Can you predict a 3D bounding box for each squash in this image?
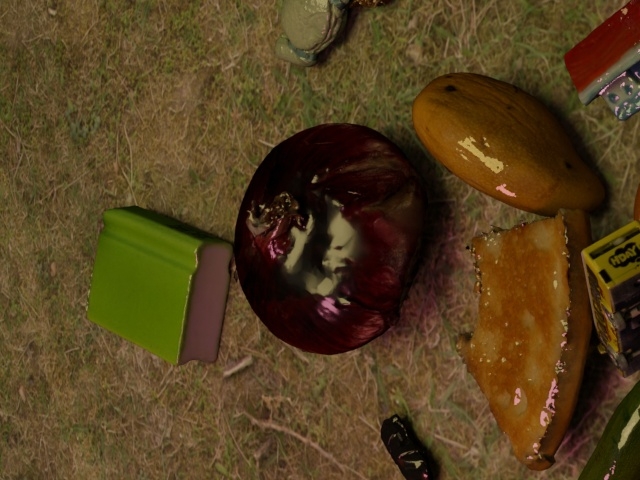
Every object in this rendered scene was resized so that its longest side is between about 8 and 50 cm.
[{"bbox_3d":[0.330,0.258,1.618,0.069,0.069,0.258,44,122,41],"label":"squash"}]

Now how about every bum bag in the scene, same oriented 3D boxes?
[{"bbox_3d":[0.113,0.282,1.905,0.124,0.034,0.058,52,141,38],"label":"bum bag"}]

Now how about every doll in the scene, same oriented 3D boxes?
[{"bbox_3d":[-0.007,-0.322,2.028,0.214,0.071,0.103,-53,50,40],"label":"doll"}]

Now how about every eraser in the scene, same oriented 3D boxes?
[{"bbox_3d":[-0.261,0.067,2.320,0.274,0.092,0.210,23,107,47],"label":"eraser"}]

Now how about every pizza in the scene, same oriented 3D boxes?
[{"bbox_3d":[0.249,0.095,1.688,0.223,0.089,0.323,-141,52,-58],"label":"pizza"}]

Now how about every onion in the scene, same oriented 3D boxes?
[{"bbox_3d":[0.000,0.000,1.890,0.314,0.232,0.314,-2,88,49],"label":"onion"}]

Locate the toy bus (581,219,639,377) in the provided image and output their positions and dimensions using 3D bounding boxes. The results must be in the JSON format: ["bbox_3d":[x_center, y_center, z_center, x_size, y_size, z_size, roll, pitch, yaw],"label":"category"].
[{"bbox_3d":[0.324,0.069,1.513,0.081,0.226,0.074,-31,59,0],"label":"toy bus"}]

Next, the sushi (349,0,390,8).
[{"bbox_3d":[0.079,-0.350,1.934,0.061,0.060,0.118,53,129,30],"label":"sushi"}]

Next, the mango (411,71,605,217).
[{"bbox_3d":[0.218,-0.116,1.696,0.262,0.157,0.109,33,123,31],"label":"mango"}]

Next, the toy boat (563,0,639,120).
[{"bbox_3d":[0.410,-0.231,1.479,0.133,0.145,0.332,55,135,5],"label":"toy boat"}]

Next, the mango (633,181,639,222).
[{"bbox_3d":[0.381,-0.027,1.539,0.084,0.105,0.159,117,153,-65],"label":"mango"}]
